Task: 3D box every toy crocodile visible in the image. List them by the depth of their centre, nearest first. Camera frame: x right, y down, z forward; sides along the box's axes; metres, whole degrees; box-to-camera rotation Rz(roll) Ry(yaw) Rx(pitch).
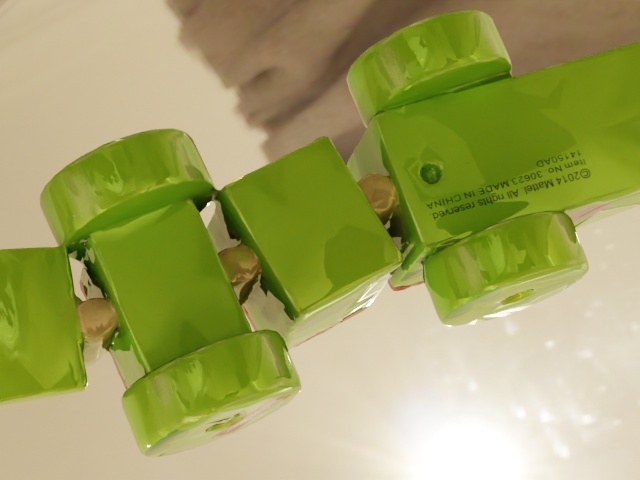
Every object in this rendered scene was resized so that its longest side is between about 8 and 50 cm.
[{"bbox_3d":[0.000,0.000,0.735,0.341,0.105,0.115,-22,-103,-16],"label":"toy crocodile"}]
